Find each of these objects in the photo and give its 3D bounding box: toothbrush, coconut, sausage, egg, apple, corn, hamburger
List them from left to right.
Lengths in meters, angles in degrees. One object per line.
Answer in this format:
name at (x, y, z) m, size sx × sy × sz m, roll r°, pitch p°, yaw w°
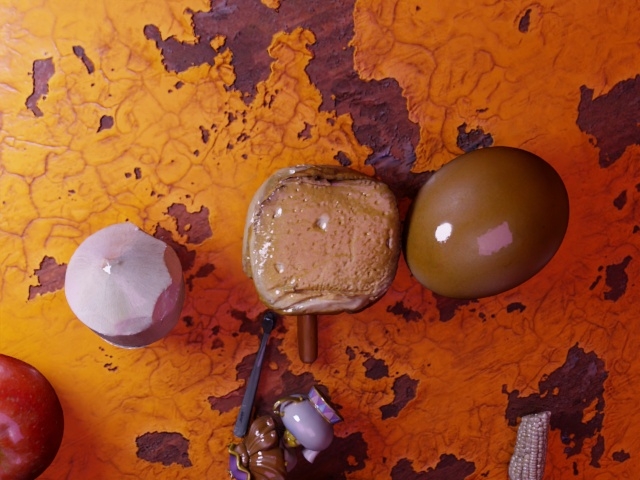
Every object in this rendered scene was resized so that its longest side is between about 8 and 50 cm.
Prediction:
apple at (-0.608, 0.333, 1.602) m, size 0.260 × 0.216 × 0.261 m, roll -6°, pitch 112°, yaw -14°
coconut at (-0.346, 0.079, 1.573) m, size 0.224 × 0.224 × 0.234 m, roll -14°, pitch 152°, yaw -13°
toothbrush at (-0.139, 0.289, 1.845) m, size 0.030 × 0.030 × 0.298 m, roll 16°, pitch 107°, yaw 2°
sausage at (-0.027, 0.201, 1.840) m, size 0.039 × 0.041 × 0.131 m, roll -18°, pitch 117°, yaw -35°
hamburger at (0.007, -0.004, 1.698) m, size 0.304 × 0.174 × 0.284 m, roll 2°, pitch 107°, yaw -19°
egg at (0.324, -0.034, 1.730) m, size 0.351 × 0.282 × 0.283 m, roll -35°, pitch 117°, yaw -5°
corn at (0.504, 0.500, 2.111) m, size 0.087 × 0.087 × 0.211 m, roll -2°, pitch 105°, yaw -18°

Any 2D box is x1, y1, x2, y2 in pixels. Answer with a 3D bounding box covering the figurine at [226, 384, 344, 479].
figurine at (-0.081, 0.427, 1.853) m, size 0.263 × 0.142 × 0.189 m, roll -40°, pitch 118°, yaw -3°
